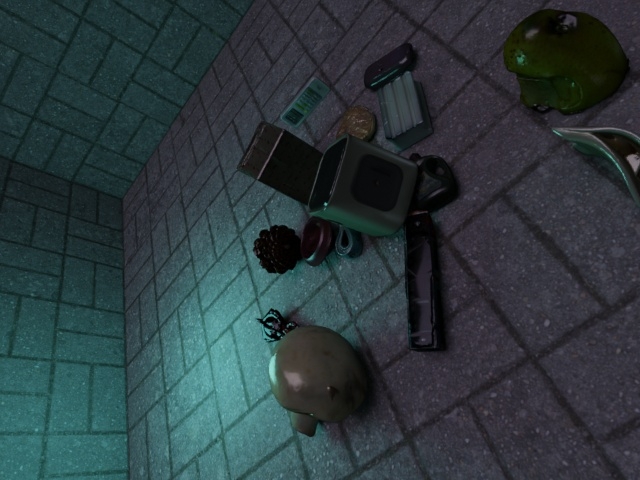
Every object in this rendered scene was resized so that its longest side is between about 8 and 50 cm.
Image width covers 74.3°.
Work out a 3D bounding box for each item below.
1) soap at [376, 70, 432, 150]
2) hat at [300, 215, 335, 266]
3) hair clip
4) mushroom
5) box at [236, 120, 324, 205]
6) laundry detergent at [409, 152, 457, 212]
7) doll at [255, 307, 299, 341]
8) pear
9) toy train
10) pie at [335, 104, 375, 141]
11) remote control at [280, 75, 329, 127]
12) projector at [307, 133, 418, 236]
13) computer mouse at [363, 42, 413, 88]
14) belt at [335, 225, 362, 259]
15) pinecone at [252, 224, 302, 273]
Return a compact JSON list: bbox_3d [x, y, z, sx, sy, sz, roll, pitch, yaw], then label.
[{"bbox_3d":[0.292,-0.455,1.483,0.150,0.094,0.261,-24,56,32],"label":"soap"},{"bbox_3d":[0.000,0.000,1.577,0.205,0.089,0.205,-34,49,51],"label":"hat"},{"bbox_3d":[0.666,-0.177,0.915,0.113,0.173,0.282,-49,53,30],"label":"hair clip"},{"bbox_3d":[-0.029,0.449,1.304,0.314,0.315,0.336,48,130,46],"label":"mushroom"},{"bbox_3d":[-0.137,-0.305,1.712,0.190,0.297,0.225,35,98,45],"label":"box"},{"bbox_3d":[0.338,-0.204,1.330,0.144,0.078,0.221,-37,47,33],"label":"laundry detergent"},{"bbox_3d":[-0.153,0.344,1.603,0.249,0.088,0.127,12,61,39],"label":"doll"},{"bbox_3d":[0.590,-0.443,1.038,0.238,0.255,0.163,24,89,44],"label":"pear"},{"bbox_3d":[0.297,0.112,1.221,0.086,0.089,0.409,-13,62,31],"label":"toy train"},{"bbox_3d":[0.137,-0.431,1.660,0.185,0.052,0.218,-2,70,48],"label":"pie"},{"bbox_3d":[-0.073,-0.631,1.933,0.250,0.103,0.034,-41,45,26],"label":"remote control"},{"bbox_3d":[0.126,-0.167,1.349,0.249,0.249,0.248,177,110,-71],"label":"projector"},{"bbox_3d":[0.263,-0.667,1.629,0.232,0.057,0.120,-18,60,44],"label":"computer mouse"},{"bbox_3d":[0.087,-0.073,1.536,0.087,0.072,0.302,-28,54,33],"label":"belt"},{"bbox_3d":[-0.176,0.042,1.680,0.208,0.208,0.207,-21,58,39],"label":"pinecone"}]
